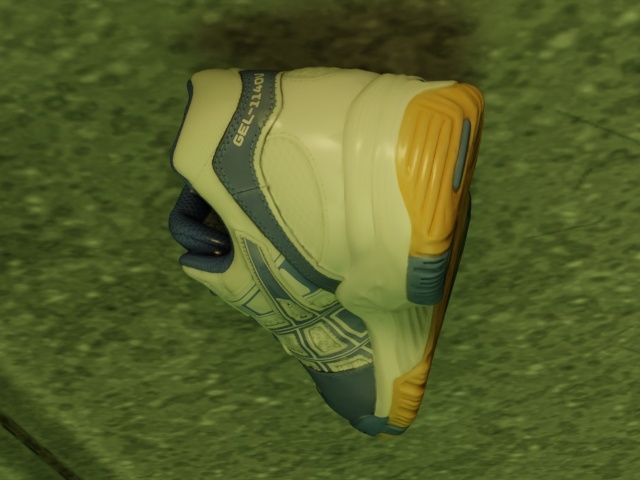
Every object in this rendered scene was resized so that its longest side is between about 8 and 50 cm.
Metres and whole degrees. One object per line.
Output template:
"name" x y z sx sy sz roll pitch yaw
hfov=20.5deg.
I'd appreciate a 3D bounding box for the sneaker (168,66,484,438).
"sneaker" 0.000 0.000 0.820 0.131 0.112 0.296 12 154 6
